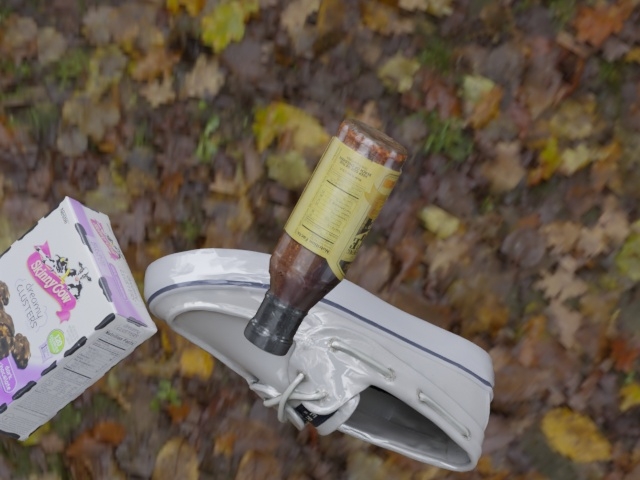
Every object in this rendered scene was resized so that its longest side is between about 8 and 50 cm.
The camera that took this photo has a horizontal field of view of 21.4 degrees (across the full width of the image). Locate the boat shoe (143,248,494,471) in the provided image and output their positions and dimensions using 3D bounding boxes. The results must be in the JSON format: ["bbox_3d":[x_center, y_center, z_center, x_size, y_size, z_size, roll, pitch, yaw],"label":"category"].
[{"bbox_3d":[0.001,0.086,1.124,0.267,0.096,0.088,26,53,-30],"label":"boat shoe"}]

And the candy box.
[{"bbox_3d":[-0.283,0.080,1.747,0.196,0.070,0.165,-40,53,16],"label":"candy box"}]

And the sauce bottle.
[{"bbox_3d":[0.000,0.000,0.883,0.042,0.042,0.128,29,104,3],"label":"sauce bottle"}]
